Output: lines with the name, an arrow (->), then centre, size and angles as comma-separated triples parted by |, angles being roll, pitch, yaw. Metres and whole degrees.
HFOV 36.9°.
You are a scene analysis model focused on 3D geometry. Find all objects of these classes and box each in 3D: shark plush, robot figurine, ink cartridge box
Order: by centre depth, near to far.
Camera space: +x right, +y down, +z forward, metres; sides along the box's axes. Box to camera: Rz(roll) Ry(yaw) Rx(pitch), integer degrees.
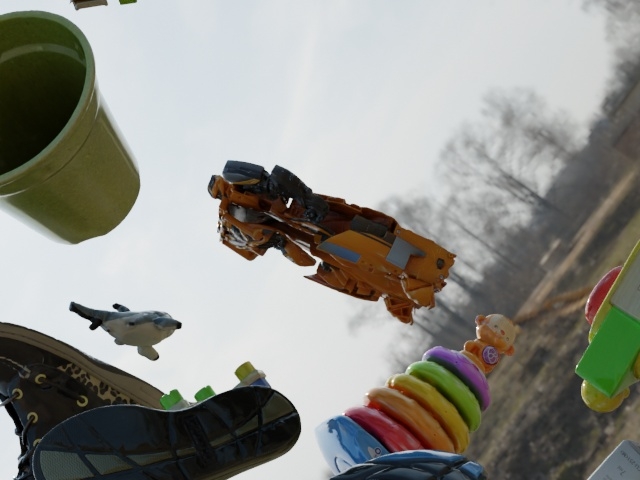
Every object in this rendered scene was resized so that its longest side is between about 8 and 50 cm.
robot figurine -> 0.000, 0.000, 1.110 | 0.211, 0.291, 0.085 | 113, 179, -72
shark plush -> -0.265, 0.112, 1.290 | 0.161, 0.067, 0.073 | 6, -53, -32
ink cartridge box -> 0.438, 0.411, 1.430 | 0.239, 0.060, 0.275 | -52, -38, 11

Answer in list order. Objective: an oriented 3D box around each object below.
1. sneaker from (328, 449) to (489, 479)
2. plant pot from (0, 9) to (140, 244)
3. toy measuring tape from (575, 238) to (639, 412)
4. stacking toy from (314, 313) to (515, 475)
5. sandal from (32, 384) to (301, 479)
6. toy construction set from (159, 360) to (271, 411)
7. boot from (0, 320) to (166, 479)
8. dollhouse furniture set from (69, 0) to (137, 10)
sneaker -> 0.012, 0.298, 0.756 | 0.341, 0.140, 0.125 | -35, 25, -27
plant pot -> -0.379, -0.126, 1.318 | 0.276, 0.276, 0.254 | -51, -30, -13
toy measuring tape -> 0.341, 0.024, 0.901 | 0.330, 0.121, 0.121 | -66, -15, 20
stacking toy -> 0.153, 0.202, 1.219 | 0.302, 0.175, 0.166 | -43, -3, -22
sandal -> -0.163, 0.243, 1.070 | 0.302, 0.120, 0.086 | -5, -36, -27
toy construction set -> -0.201, 0.320, 1.324 | 0.215, 0.151, 0.328 | -14, -44, -57
boot -> -0.416, 0.294, 1.381 | 0.138, 0.377, 0.284 | -25, 43, 49
dollhouse furniture set -> -0.353, -0.439, 1.614 | 0.151, 0.076, 0.059 | -13, -40, -17
